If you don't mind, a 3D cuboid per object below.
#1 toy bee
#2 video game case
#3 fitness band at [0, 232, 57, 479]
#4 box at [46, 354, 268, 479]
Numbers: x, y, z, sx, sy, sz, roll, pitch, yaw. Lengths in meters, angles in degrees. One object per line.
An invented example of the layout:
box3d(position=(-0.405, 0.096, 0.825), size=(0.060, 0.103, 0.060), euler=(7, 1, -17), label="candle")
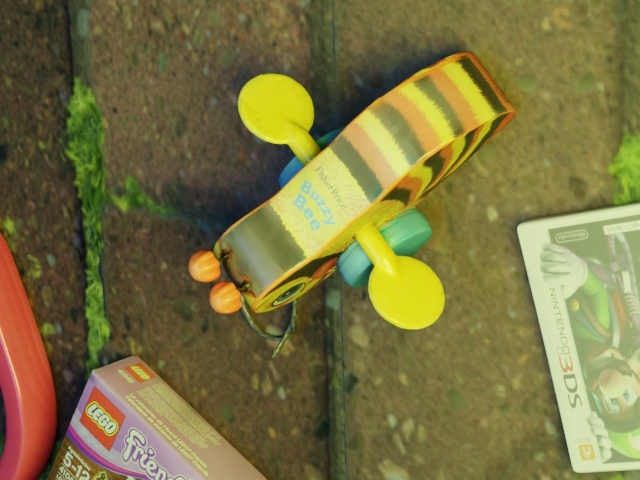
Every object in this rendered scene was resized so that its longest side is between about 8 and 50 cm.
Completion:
box3d(position=(0.000, 0.000, 1.287), size=(0.195, 0.162, 0.298), euler=(36, 122, 25), label="toy bee")
box3d(position=(0.223, 0.059, 1.209), size=(0.190, 0.022, 0.173), euler=(-10, 96, 41), label="video game case")
box3d(position=(-0.328, 0.090, 1.657), size=(0.209, 0.054, 0.291), euler=(-19, 91, 38), label="fitness band")
box3d(position=(-0.101, 0.260, 1.509), size=(0.293, 0.057, 0.201), euler=(41, 124, 24), label="box")
